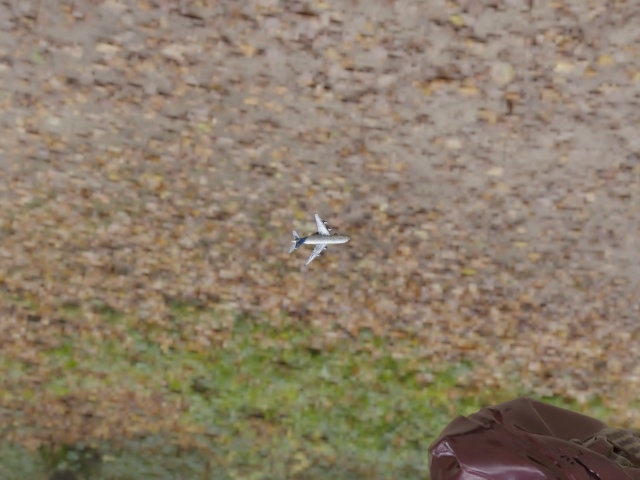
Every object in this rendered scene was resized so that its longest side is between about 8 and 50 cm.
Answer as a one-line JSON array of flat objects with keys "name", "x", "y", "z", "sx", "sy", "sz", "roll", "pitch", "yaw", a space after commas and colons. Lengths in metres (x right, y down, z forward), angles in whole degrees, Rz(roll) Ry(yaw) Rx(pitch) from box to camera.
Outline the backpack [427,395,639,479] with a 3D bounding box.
[{"name": "backpack", "x": 0.189, "y": 0.226, "z": 0.794, "sx": 0.283, "sy": 0.197, "sz": 0.317, "roll": 45, "pitch": 165, "yaw": 33}]

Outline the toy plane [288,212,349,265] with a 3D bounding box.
[{"name": "toy plane", "x": -0.002, "y": -0.001, "z": 1.423, "sx": 0.084, "sy": 0.078, "sz": 0.024, "roll": -8, "pitch": -145, "yaw": -31}]
